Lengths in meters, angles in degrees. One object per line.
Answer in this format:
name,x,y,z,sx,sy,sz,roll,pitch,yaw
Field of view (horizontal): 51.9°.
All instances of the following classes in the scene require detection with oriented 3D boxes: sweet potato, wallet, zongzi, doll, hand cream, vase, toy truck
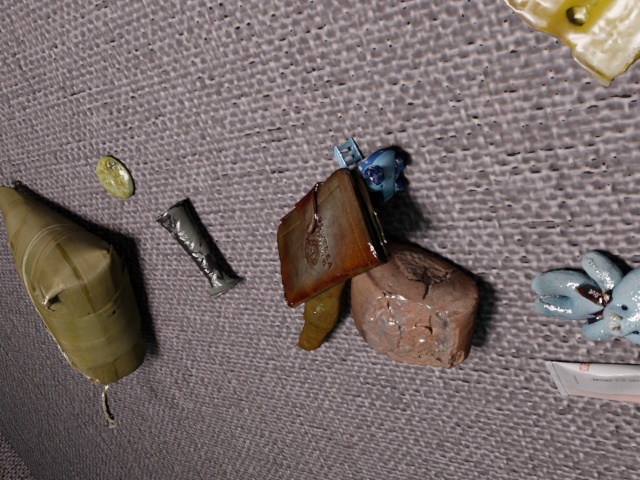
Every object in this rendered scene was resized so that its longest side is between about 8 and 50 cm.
sweet potato,0.003,0.102,0.997,0.067,0.067,0.274,34,139,13
wallet,0.000,0.000,0.876,0.255,0.031,0.137,-34,68,58
zongzi,-0.511,0.129,1.375,0.418,0.181,0.447,35,143,35
doll,0.310,0.071,0.711,0.179,0.075,0.120,-1,117,39
hand cream,0.375,0.172,0.773,0.216,0.038,0.052,-5,94,48
vase,-0.204,0.016,1.098,0.059,0.059,0.167,-20,108,46
toy truck,0.057,-0.088,0.814,0.090,0.056,0.073,33,142,32

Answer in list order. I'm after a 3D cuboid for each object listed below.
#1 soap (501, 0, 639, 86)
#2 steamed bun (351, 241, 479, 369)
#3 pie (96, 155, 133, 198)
soap,0.251,-0.292,0.468,0.199,0.091,0.315,41,137,5
steamed bun,0.117,0.094,0.863,0.175,0.106,0.145,22,133,22
pie,-0.361,-0.109,1.158,0.085,0.017,0.085,20,131,25
